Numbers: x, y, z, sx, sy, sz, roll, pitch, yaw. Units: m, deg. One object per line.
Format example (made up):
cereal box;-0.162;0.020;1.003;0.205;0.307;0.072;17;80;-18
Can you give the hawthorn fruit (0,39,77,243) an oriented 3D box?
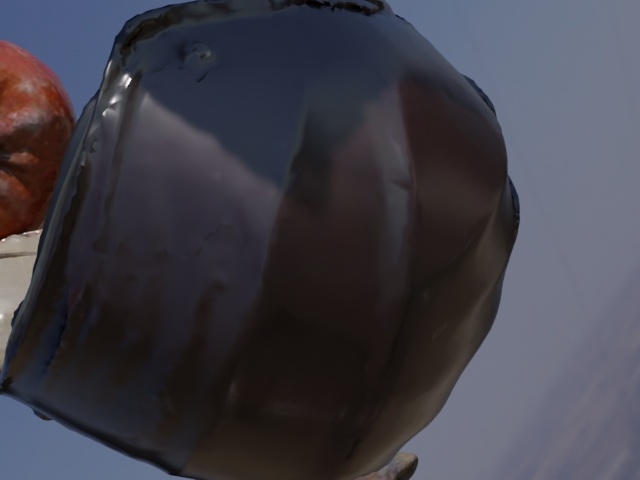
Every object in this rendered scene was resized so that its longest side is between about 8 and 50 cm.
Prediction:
hawthorn fruit;-0.356;-0.084;1.767;0.242;0.242;0.271;-54;16;-6

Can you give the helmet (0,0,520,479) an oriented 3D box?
helmet;0.000;0.000;0.840;0.305;0.177;0.225;-38;-29;-58

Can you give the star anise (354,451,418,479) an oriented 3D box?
star anise;-0.033;0.179;1.114;0.212;0.073;0.197;-2;-49;-41

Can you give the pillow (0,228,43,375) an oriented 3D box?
pillow;-0.211;0.051;1.642;0.270;0.173;0.067;-10;-38;-22
